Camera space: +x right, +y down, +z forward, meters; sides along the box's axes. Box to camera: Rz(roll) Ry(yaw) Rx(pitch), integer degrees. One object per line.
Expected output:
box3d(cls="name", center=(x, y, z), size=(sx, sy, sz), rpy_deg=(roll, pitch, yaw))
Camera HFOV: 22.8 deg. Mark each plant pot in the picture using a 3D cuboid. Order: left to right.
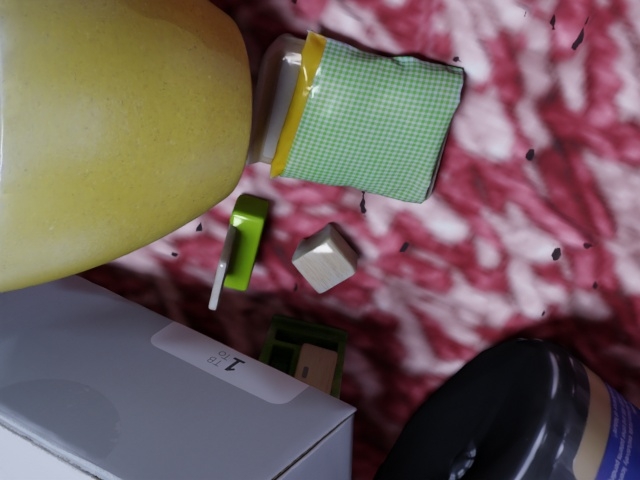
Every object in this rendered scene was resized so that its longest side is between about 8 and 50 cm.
box3d(cls="plant pot", center=(-0.080, -0.049, 0.566), size=(0.095, 0.134, 0.134), rpy_deg=(-2, 125, -22))

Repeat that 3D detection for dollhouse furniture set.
box3d(cls="dollhouse furniture set", center=(0.000, 0.000, 0.612), size=(0.076, 0.058, 0.152), rpy_deg=(14, 122, -1))

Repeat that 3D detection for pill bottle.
box3d(cls="pill bottle", center=(0.132, 0.148, 0.646), size=(0.219, 0.123, 0.123), rpy_deg=(39, 119, -15))

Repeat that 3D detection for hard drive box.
box3d(cls="hard drive box", center=(-0.084, 0.147, 0.653), size=(0.181, 0.089, 0.232), rpy_deg=(23, 129, 30))
